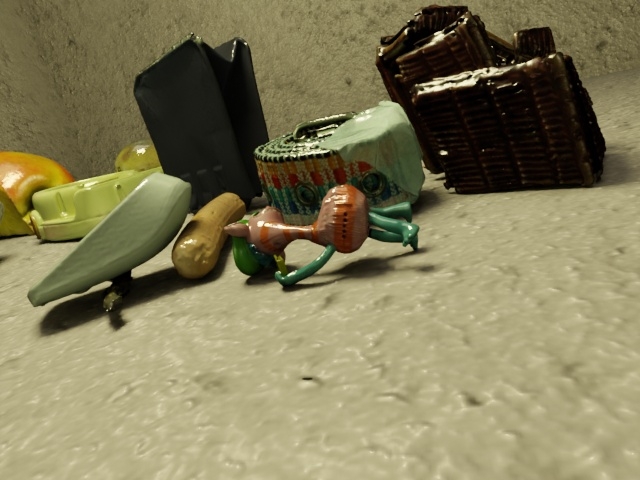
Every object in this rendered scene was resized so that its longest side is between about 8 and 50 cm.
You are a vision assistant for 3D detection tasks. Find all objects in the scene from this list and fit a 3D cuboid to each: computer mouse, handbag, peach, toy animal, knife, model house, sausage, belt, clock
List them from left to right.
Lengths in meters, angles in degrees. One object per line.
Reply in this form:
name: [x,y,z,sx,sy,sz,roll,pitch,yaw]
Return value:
peach: [-0.907,-0.148,1.351,0.379,0.243,0.306,-5,23,26]
clock: [-0.560,-0.094,1.122,0.347,0.118,0.286,-5,18,25]
computer mouse: [-0.247,0.006,0.558,0.231,0.079,0.128,-45,14,-12]
knife: [-0.247,0.057,0.558,0.045,0.021,0.222,-26,16,-22]
handbag: [-0.232,-0.217,0.935,0.303,0.330,0.121,-3,17,46]
sausage: [-0.160,-0.017,0.671,0.065,0.066,0.301,-12,15,1]
toy animal: [0.000,0.000,0.482,0.208,0.100,0.104,-6,57,13]
belt: [0.028,-0.112,0.692,0.257,0.150,0.207,-6,26,25]
model house: [0.278,-0.224,0.659,0.296,0.317,0.282,-26,13,-1]

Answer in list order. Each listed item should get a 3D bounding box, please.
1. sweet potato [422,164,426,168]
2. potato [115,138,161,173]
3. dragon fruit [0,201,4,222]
sweet potato: [0.241,-0.149,0.858,0.094,0.034,0.034,-8,17,12]
potato: [-0.459,-0.205,1.317,0.251,0.159,0.174,-11,-15,-44]
dragon fruit: [-0.781,-0.005,0.873,0.282,0.221,0.204,0,-27,1]
